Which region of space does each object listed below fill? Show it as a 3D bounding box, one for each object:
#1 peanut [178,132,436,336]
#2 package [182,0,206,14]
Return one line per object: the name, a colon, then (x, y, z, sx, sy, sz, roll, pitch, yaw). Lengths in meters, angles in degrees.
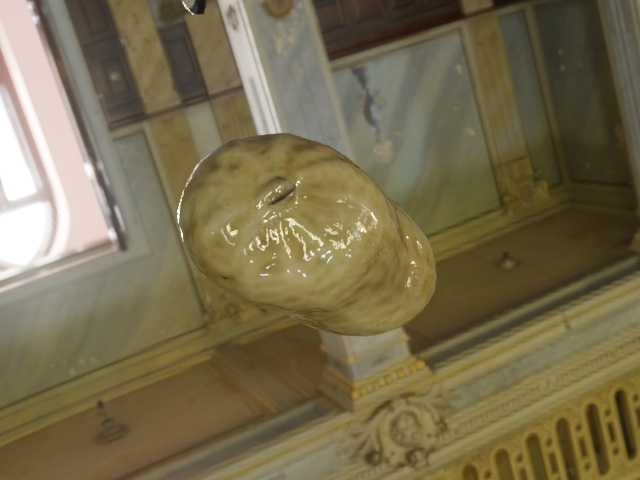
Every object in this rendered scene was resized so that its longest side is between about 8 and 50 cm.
peanut: (0.000, 0.000, 0.651, 0.129, 0.129, 0.224, -5, 160, 40)
package: (-0.061, -0.293, 0.679, 0.232, 0.166, 0.040, -44, 141, 22)
